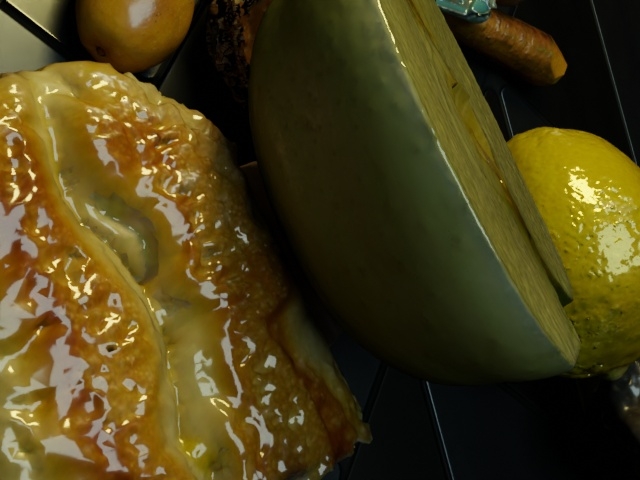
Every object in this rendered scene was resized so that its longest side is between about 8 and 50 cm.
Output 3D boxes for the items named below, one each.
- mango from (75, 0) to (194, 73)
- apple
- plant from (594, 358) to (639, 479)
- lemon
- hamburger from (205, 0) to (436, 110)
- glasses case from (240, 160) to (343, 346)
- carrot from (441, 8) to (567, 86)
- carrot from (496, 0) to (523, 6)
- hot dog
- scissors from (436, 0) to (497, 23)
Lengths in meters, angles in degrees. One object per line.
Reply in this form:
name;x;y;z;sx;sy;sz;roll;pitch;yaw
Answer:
mango;-0.156;-0.230;0.830;0.102;0.085;0.184;26;61;-25
apple;0.092;-0.074;0.756;0.311;0.320;0.360;-30;94;-27
plant;0.435;0.211;1.108;0.276;0.199;0.188;54;14;-49
lemon;0.262;0.013;1.008;0.263;0.236;0.236;45;50;16
hamburger;0.002;-0.214;0.902;0.231;0.107;0.231;-15;119;-30
glasses case;0.000;0.000;0.910;0.102;0.070;0.193;-29;98;-40
carrot;0.174;-0.262;1.109;0.314;0.066;0.066;20;68;-32
carrot;0.168;-0.325;1.065;0.186;0.060;0.060;27;65;-32
hot dog;-0.173;0.058;0.691;0.367;0.196;0.365;-28;97;-46
scissors;0.022;-0.316;0.985;0.393;0.032;0.180;17;75;-24
